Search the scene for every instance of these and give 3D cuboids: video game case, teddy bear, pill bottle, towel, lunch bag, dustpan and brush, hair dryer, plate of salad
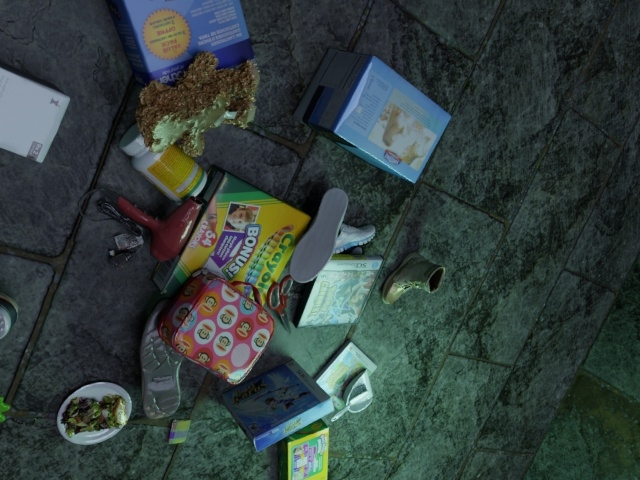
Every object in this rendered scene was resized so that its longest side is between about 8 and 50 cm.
[{"bbox_3d":[-0.136,0.503,1.866,0.269,0.244,0.061,-22,119,-24],"label":"video game case"},{"bbox_3d":[-0.277,-0.315,1.375,0.338,0.113,0.245,-36,155,-22],"label":"teddy bear"},{"bbox_3d":[0.085,0.483,2.139,0.212,0.023,0.193,-48,127,-7],"label":"video game case"},{"bbox_3d":[-0.391,-0.194,1.487,0.117,0.117,0.208,-49,127,-6],"label":"pill bottle"},{"bbox_3d":[-0.438,0.591,1.855,0.060,0.009,0.083,5,107,-35],"label":"towel"},{"bbox_3d":[0.060,0.166,1.948,0.248,0.035,0.275,1,121,-34],"label":"video game case"},{"bbox_3d":[-0.260,0.220,1.605,0.293,0.120,0.258,46,70,-39],"label":"lunch bag"},{"bbox_3d":[0.111,0.574,2.139,0.211,0.060,0.147,-27,122,-22],"label":"dustpan and brush"},{"bbox_3d":[-0.431,-0.041,1.488,0.293,0.080,0.224,-15,122,1],"label":"hair dryer"},{"bbox_3d":[-0.625,0.488,1.667,0.199,0.048,0.200,-13,117,-28],"label":"plate of salad"}]

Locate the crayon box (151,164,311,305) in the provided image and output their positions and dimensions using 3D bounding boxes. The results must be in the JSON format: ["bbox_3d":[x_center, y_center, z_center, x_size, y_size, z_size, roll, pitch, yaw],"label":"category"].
[{"bbox_3d":[-0.244,0.020,1.679,0.313,0.106,0.363,26,94,-37],"label":"crayon box"}]

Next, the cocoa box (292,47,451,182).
[{"bbox_3d":[0.149,-0.351,1.700,0.347,0.228,0.231,25,95,-37],"label":"cocoa box"}]

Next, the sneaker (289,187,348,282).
[{"bbox_3d":[0.000,0.000,1.776,0.108,0.169,0.293,26,80,3],"label":"sneaker"}]

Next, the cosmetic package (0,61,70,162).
[{"bbox_3d":[-0.639,-0.276,1.250,0.151,0.183,0.151,22,97,-37],"label":"cosmetic package"}]

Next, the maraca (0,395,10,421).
[{"bbox_3d":[-0.855,0.404,1.444,0.185,0.099,0.127,19,118,-28],"label":"maraca"}]

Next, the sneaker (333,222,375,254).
[{"bbox_3d":[0.092,-0.023,1.905,0.190,0.071,0.083,-23,115,-24],"label":"sneaker"}]

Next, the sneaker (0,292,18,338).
[{"bbox_3d":[-0.851,0.152,1.344,0.321,0.127,0.126,15,99,-11],"label":"sneaker"}]

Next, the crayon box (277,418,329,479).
[{"bbox_3d":[-0.062,0.779,2.132,0.165,0.081,0.279,-11,115,-29],"label":"crayon box"}]

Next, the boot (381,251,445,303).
[{"bbox_3d":[0.318,0.151,2.059,0.213,0.165,0.077,-53,127,-5],"label":"boot"}]

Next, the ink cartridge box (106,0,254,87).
[{"bbox_3d":[-0.325,-0.515,1.379,0.270,0.151,0.396,-27,124,-21],"label":"ink cartridge box"}]

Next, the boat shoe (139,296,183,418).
[{"bbox_3d":[-0.449,0.314,1.658,0.132,0.130,0.356,4,105,-29],"label":"boat shoe"}]

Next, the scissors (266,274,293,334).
[{"bbox_3d":[-0.125,0.220,1.831,0.109,0.021,0.297,-41,150,-37],"label":"scissors"}]

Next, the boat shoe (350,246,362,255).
[{"bbox_3d":[0.114,0.069,1.981,0.035,0.035,0.100,7,104,-63],"label":"boat shoe"}]
